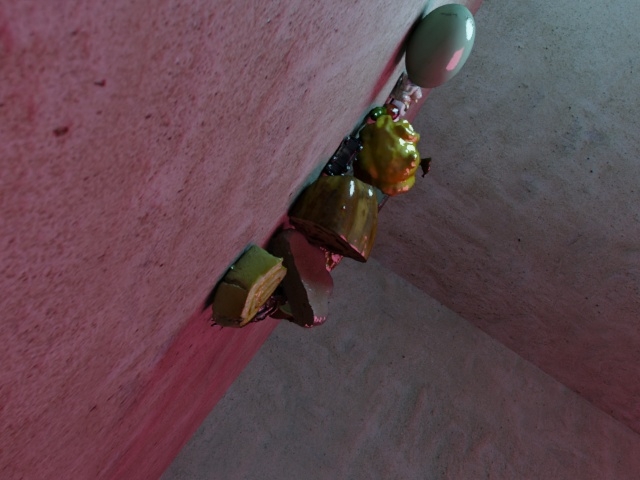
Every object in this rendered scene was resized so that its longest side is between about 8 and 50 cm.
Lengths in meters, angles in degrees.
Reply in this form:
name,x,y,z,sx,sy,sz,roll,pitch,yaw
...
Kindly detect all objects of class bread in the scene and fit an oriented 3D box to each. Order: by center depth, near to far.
name,x,y,z,sx,sy,sz,roll,pitch,yaw
bread,-0.206,0.127,1.384,0.257,0.124,0.186,-50,165,-38
bread,-0.047,0.117,1.646,0.102,0.337,0.183,-16,-178,37

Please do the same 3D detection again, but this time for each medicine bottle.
name,x,y,z,sx,sy,sz,roll,pitch,yaw
medicine bottle,0.361,-0.614,2.151,0.219,0.078,0.115,-59,175,17

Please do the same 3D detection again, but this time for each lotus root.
name,x,y,z,sx,sy,sz,roll,pitch,yaw
lotus root,0.037,-0.098,1.665,0.316,0.316,0.250,87,22,-80

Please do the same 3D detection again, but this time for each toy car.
name,x,y,z,sx,sy,sz,roll,pitch,yaw
toy car,0.078,-0.284,1.704,0.165,0.071,0.062,-56,-171,-2

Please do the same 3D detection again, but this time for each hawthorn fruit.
name,x,y,z,sx,sy,sz,roll,pitch,yaw
hawthorn fruit,0.288,-0.529,2.028,0.077,0.077,0.077,-55,174,-9

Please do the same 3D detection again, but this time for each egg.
name,x,y,z,sx,sy,sz,roll,pitch,yaw
egg,0.399,-0.650,1.648,0.283,0.203,0.203,-58,174,26

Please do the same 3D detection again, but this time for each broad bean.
name,x,y,z,sx,sy,sz,roll,pitch,yaw
broad bean,0.229,-0.490,1.906,0.065,0.046,0.254,-44,179,17

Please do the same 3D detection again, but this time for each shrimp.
name,x,y,z,sx,sy,sz,roll,pitch,yaw
shrimp,-0.214,0.178,1.604,0.137,0.172,0.372,-28,175,32

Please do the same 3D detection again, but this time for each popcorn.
name,x,y,z,sx,sy,sz,roll,pitch,yaw
popcorn,0.232,-0.300,1.811,0.281,0.297,0.316,-1,159,-33

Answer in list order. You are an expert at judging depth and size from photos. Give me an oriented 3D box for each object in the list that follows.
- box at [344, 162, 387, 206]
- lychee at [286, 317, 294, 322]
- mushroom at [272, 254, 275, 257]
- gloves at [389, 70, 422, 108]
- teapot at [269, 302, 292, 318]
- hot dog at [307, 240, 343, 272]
name,x,y,z,sx,sy,sz,roll,pitch,yaw
box,0.215,-0.255,2.205,0.190,0.225,0.297,-54,173,-3
lychee,-0.092,0.253,2.257,0.264,0.264,0.300,-58,-166,14
mushroom,-0.104,0.068,1.779,0.127,0.166,0.166,7,125,-40
gloves,0.355,-0.620,1.999,0.144,0.110,0.094,-59,-144,31
teapot,-0.180,0.220,1.918,0.267,0.185,0.175,-3,166,-45
hot dog,0.000,0.000,2.024,0.387,0.174,0.267,-57,152,2
